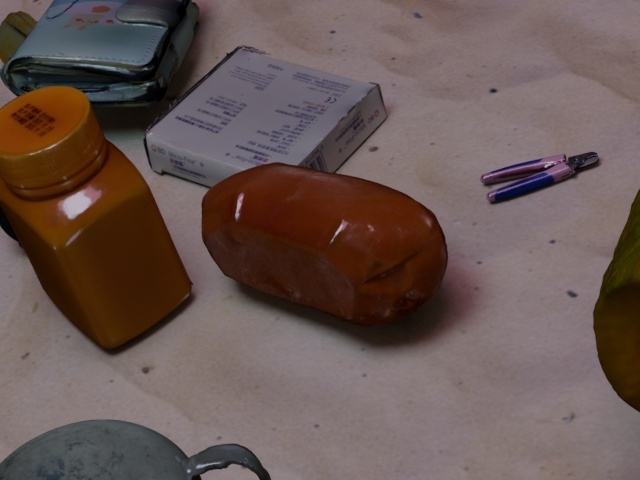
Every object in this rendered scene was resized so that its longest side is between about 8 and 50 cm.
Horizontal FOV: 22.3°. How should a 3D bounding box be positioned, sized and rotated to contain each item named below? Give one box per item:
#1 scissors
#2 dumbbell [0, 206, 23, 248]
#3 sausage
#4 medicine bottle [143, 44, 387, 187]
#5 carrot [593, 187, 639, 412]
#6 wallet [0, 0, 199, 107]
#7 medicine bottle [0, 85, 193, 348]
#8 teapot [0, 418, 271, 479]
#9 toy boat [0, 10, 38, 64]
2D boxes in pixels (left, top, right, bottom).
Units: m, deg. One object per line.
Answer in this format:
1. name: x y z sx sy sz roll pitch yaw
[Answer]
1. scissors: 0.209 -0.064 1.542 0.113 0.012 0.039 -15 40 4
2. dumbbell: -0.281 -0.067 1.672 0.099 0.099 0.208 -7 42 14
3. sausage: 0.002 -0.001 1.469 0.258 0.133 0.133 14 50 39
4. medicine bottle: -0.060 -0.120 1.682 0.201 0.052 0.171 18 52 35
5. carrot: 0.349 0.014 1.229 0.241 0.241 0.341 7 47 28
6. wallet: -0.234 -0.229 1.807 0.176 0.075 0.250 5 32 8
7. medicine bottle: -0.223 -0.026 1.507 0.112 0.222 0.149 -35 42 -18
8. teapot: -0.178 0.235 1.273 0.294 0.129 0.193 -19 40 -3
9. toy boat: -0.327 -0.220 1.895 0.066 0.065 0.172 -2 30 -39
